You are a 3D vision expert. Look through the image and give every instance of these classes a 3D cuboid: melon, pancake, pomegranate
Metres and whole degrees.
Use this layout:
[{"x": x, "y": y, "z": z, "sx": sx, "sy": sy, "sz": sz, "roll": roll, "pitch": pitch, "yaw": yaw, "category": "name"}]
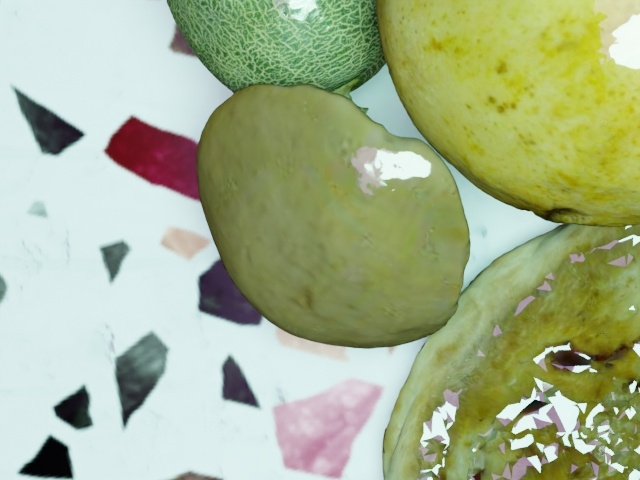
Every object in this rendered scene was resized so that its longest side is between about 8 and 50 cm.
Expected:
[{"x": -0.022, "y": -0.155, "z": 1.078, "sx": 0.139, "sy": 0.139, "sz": 0.192, "roll": -28, "pitch": 84, "yaw": 11, "category": "melon"}, {"x": 0.213, "y": 0.163, "z": 1.079, "sx": 0.382, "sy": 0.071, "sz": 0.382, "roll": 0, "pitch": 92, "yaw": 11, "category": "pancake"}, {"x": 0.159, "y": -0.132, "z": 0.988, "sx": 0.260, "sy": 0.260, "sz": 0.260, "roll": 1, "pitch": 93, "yaw": 12, "category": "pomegranate"}]

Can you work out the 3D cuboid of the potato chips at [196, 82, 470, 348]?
[{"x": -0.001, "y": 0.000, "z": 1.058, "sx": 0.208, "sy": 0.062, "sz": 0.195, "roll": 0, "pitch": 127, "yaw": 48, "category": "potato chips"}]
